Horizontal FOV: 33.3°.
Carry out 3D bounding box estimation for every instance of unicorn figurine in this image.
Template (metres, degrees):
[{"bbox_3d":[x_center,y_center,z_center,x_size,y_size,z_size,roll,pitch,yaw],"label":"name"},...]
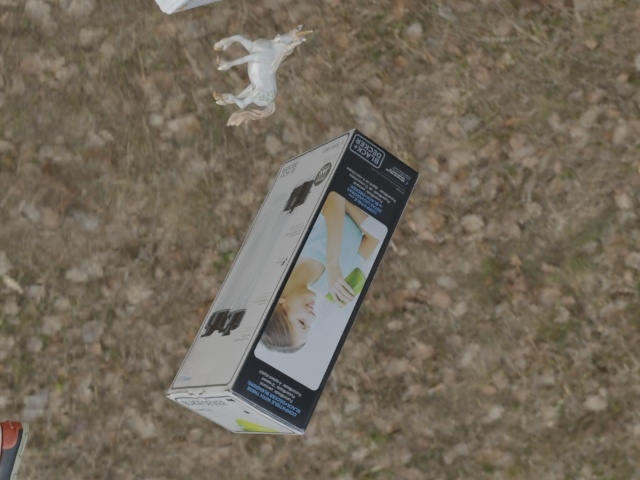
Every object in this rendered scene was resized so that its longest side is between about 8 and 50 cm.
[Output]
[{"bbox_3d":[-0.078,-0.220,1.357,0.111,0.060,0.162,-5,142,-13],"label":"unicorn figurine"}]

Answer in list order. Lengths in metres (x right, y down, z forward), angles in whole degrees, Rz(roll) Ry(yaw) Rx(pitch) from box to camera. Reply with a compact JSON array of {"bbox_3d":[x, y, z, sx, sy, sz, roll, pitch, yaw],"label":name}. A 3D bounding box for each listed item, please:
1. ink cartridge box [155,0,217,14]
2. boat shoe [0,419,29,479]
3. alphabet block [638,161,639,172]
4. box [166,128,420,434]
[{"bbox_3d":[-0.052,-0.327,1.144,0.206,0.208,0.045,-32,90,37],"label":"ink cartridge box"},{"bbox_3d":[-0.357,0.269,1.202,0.043,0.049,0.137,7,91,-40],"label":"boat shoe"},{"bbox_3d":[0.524,-0.153,1.286,0.192,0.197,0.193,-48,153,-22],"label":"alphabet block"},{"bbox_3d":[-0.028,0.045,1.066,0.087,0.169,0.290,33,67,-19],"label":"box"}]
